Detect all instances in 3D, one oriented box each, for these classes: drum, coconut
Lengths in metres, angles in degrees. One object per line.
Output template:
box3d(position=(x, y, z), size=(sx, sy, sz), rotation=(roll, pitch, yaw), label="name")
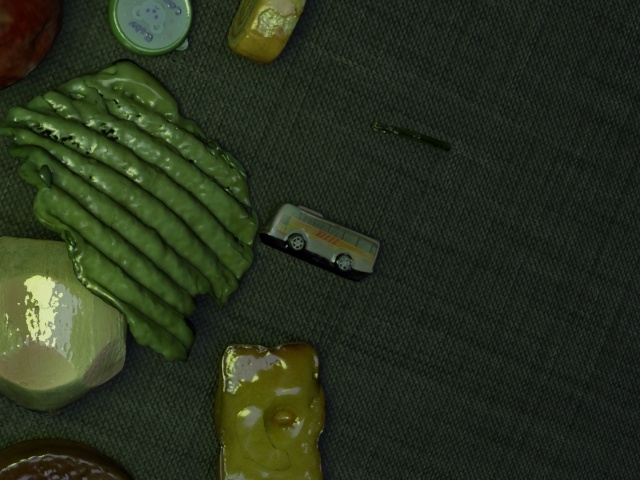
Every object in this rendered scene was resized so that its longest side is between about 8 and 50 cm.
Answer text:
box3d(position=(-0.209, -0.374, 1.581), size=(0.130, 0.049, 0.253), rotation=(21, 90, -17), label="drum")
box3d(position=(-0.363, 0.113, 1.511), size=(0.227, 0.227, 0.230), rotation=(7, 87, -16), label="coconut")

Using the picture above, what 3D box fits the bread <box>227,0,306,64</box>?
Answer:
box3d(position=(-0.066, -0.316, 1.590), size=(0.073, 0.122, 0.149), rotation=(23, 91, -20), label="bread")

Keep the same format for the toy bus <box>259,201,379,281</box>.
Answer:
box3d(position=(0.000, 0.000, 1.680), size=(0.172, 0.057, 0.072), rotation=(23, 84, -18), label="toy bus")

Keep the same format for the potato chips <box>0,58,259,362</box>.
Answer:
box3d(position=(-0.243, -0.048, 1.512), size=(0.097, 0.373, 0.389), rotation=(-32, 102, 33), label="potato chips")

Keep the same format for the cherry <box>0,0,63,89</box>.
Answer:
box3d(position=(-0.488, -0.324, 1.404), size=(0.326, 0.291, 0.335), rotation=(-23, 83, -1), label="cherry")

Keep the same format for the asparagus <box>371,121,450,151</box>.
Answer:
box3d(position=(0.135, -0.155, 1.719), size=(0.127, 0.015, 0.018), rotation=(15, 91, -16), label="asparagus")

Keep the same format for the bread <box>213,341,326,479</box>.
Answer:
box3d(position=(-0.077, 0.260, 1.676), size=(0.161, 0.088, 0.233), rotation=(2, 93, -21), label="bread")

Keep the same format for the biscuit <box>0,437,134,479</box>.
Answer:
box3d(position=(-0.391, 0.481, 1.623), size=(0.350, 0.070, 0.394), rotation=(35, 87, -18), label="biscuit")
